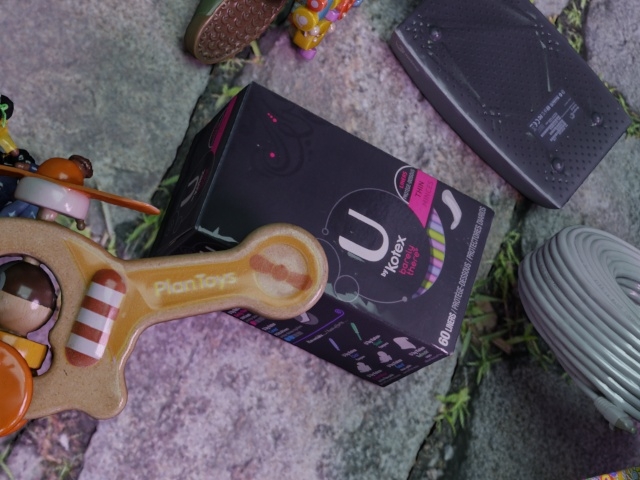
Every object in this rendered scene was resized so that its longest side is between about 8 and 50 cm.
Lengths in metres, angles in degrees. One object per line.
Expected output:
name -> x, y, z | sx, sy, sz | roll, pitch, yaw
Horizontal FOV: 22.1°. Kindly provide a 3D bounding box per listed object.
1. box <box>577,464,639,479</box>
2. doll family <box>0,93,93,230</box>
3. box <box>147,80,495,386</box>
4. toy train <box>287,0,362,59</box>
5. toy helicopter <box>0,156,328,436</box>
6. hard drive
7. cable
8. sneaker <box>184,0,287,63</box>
box -> 0.271, 0.360, 1.482 | 0.279, 0.177, 0.290 | -3, 73, -47
doll family -> -0.287, -0.072, 1.458 | 0.193, 0.076, 0.111 | 49, 55, -10
box -> 0.000, 0.000, 1.532 | 0.270, 0.143, 0.165 | 26, 63, -16
toy train -> 0.006, -0.249, 1.631 | 0.046, 0.166, 0.125 | 35, 84, 6
toy helicopter -> -0.171, 0.029, 1.367 | 0.355, 0.140, 0.235 | -9, 85, -7
hard drive -> 0.198, -0.165, 1.738 | 0.255, 0.054, 0.172 | 46, 59, -6
cable -> 0.308, 0.088, 1.614 | 0.257, 0.089, 0.257 | 48, 24, 22
sneaker -> -0.077, -0.261, 1.633 | 0.192, 0.086, 0.064 | -47, 139, -8
